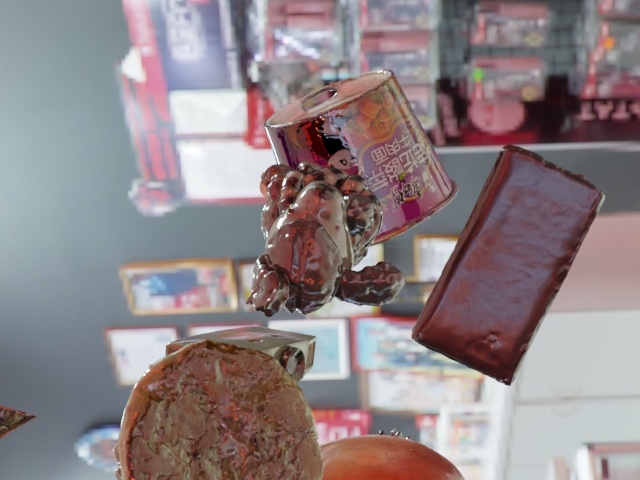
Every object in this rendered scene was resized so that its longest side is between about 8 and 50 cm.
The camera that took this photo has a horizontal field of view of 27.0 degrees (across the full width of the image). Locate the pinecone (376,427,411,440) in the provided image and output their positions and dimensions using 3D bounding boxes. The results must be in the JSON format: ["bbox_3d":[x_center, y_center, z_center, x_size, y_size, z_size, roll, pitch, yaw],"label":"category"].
[{"bbox_3d":[0.124,0.396,2.307,0.140,0.120,0.140,-56,-8,-12],"label":"pinecone"}]

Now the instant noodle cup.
[{"bbox_3d":[0.043,-0.114,1.850,0.251,0.251,0.190,-86,-26,-73],"label":"instant noodle cup"}]

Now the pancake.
[{"bbox_3d":[-0.110,0.230,1.457,0.037,0.253,0.254,-24,65,60],"label":"pancake"}]

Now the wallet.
[{"bbox_3d":[0.235,0.032,1.677,0.285,0.146,0.030,-65,-4,11],"label":"wallet"}]

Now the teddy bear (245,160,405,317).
[{"bbox_3d":[0.012,-0.002,1.506,0.251,0.171,0.144,-98,21,-67],"label":"teddy bear"}]

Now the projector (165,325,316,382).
[{"bbox_3d":[-0.121,0.208,2.311,0.269,0.193,0.088,-5,-80,-58],"label":"projector"}]

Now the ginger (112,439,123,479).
[{"bbox_3d":[-0.301,0.361,2.234,0.162,0.073,0.103,-40,39,41],"label":"ginger"}]

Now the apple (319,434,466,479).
[{"bbox_3d":[0.057,0.460,1.969,0.364,0.363,0.364,-2,-90,-88],"label":"apple"}]

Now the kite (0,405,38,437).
[{"bbox_3d":[-0.557,0.273,2.071,0.014,0.241,0.183,-51,34,44],"label":"kite"}]
